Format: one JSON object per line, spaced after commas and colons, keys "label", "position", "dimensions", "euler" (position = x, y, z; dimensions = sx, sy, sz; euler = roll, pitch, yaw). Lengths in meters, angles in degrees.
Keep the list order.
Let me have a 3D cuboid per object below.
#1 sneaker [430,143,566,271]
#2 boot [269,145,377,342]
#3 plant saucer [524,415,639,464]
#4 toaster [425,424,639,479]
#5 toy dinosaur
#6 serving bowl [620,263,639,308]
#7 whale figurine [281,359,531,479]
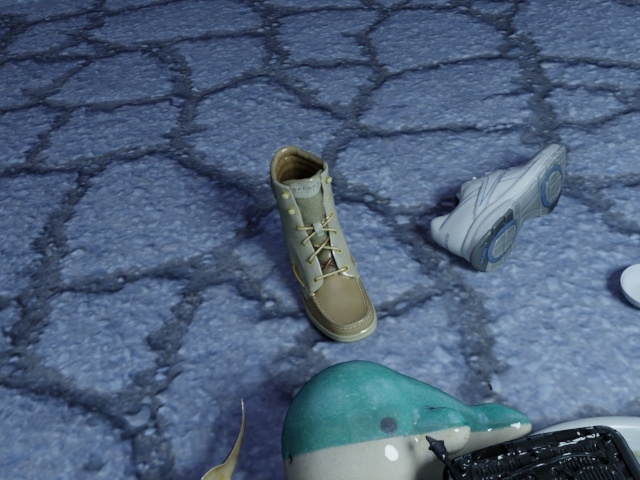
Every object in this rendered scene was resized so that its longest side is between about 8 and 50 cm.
{"label": "sneaker", "position": [0.293, -0.076, 1.030], "dimensions": [0.297, 0.111, 0.129], "euler": [-37, 44, -28]}
{"label": "boot", "position": [0.000, 0.000, 0.921], "dimensions": [0.095, 0.203, 0.262], "euler": [-17, 42, -7]}
{"label": "plant saucer", "position": [0.305, 0.354, 0.567], "dimensions": [0.401, 0.100, 0.400], "euler": [-5, 43, 4]}
{"label": "toaster", "position": [0.196, 0.253, 0.539], "dimensions": [0.168, 0.110, 0.185], "euler": [-12, 43, -3]}
{"label": "toy dinosaur", "position": [-0.116, 0.279, 0.724], "dimensions": [0.053, 0.092, 0.183], "euler": [18, 49, 26]}
{"label": "serving bowl", "position": [0.462, 0.070, 0.896], "dimensions": [0.083, 0.027, 0.083], "euler": [-5, 42, 4]}
{"label": "whale figurine", "position": [0.090, 0.197, 0.696], "dimensions": [0.272, 0.216, 0.141], "euler": [-2, 67, -22]}
